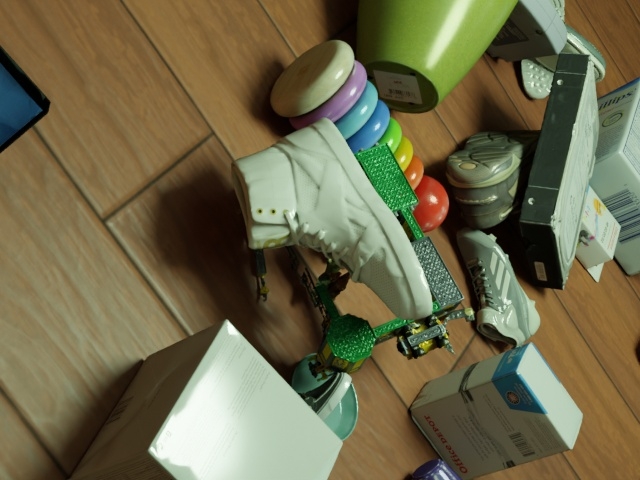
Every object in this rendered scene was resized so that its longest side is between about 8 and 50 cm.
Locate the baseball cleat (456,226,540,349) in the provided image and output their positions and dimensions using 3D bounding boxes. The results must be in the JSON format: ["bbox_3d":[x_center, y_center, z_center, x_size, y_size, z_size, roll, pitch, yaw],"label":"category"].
[{"bbox_3d":[0.270,0.078,1.789,0.109,0.072,0.206,-37,90,-36],"label":"baseball cleat"}]

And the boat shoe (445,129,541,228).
[{"bbox_3d":[0.301,-0.107,1.901,0.355,0.132,0.130,-29,119,-56],"label":"boat shoe"}]

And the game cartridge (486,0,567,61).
[{"bbox_3d":[0.298,-0.433,1.997,0.297,0.198,0.062,40,68,-27],"label":"game cartridge"}]

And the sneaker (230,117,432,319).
[{"bbox_3d":[0.000,0.000,1.357,0.169,0.108,0.292,-24,64,-17],"label":"sneaker"}]

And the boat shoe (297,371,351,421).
[{"bbox_3d":[-0.021,0.209,1.364,0.040,0.142,0.049,43,-1,-9],"label":"boat shoe"}]

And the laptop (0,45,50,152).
[{"bbox_3d":[-0.437,-0.121,1.070,0.234,0.136,0.264,49,41,-16],"label":"laptop"}]

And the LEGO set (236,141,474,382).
[{"bbox_3d":[0.036,0.041,1.504,0.255,0.192,0.331,-29,75,-22],"label":"LEGO set"}]

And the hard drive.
[{"bbox_3d":[0.413,-0.116,1.915,0.237,0.064,0.339,63,39,-56],"label":"hard drive"}]

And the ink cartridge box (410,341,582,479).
[{"bbox_3d":[0.245,0.243,1.576,0.140,0.190,0.082,54,39,-12],"label":"ink cartridge box"}]

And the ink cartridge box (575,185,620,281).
[{"bbox_3d":[0.500,-0.024,2.099,0.181,0.061,0.104,49,42,-18],"label":"ink cartridge box"}]

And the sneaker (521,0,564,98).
[{"bbox_3d":[0.436,-0.380,2.206,0.090,0.095,0.235,10,75,1],"label":"sneaker"}]

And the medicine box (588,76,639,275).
[{"bbox_3d":[0.626,-0.129,2.225,0.263,0.149,0.289,49,41,-17],"label":"medicine box"}]

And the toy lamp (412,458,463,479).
[{"bbox_3d":[0.213,0.423,1.533,0.275,0.080,0.080,58,40,-8],"label":"toy lamp"}]

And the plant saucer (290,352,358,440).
[{"bbox_3d":[0.000,0.207,1.461,0.119,0.021,0.119,24,54,-38],"label":"plant saucer"}]

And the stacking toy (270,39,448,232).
[{"bbox_3d":[0.076,-0.131,1.653,0.330,0.141,0.141,48,42,-26],"label":"stacking toy"}]

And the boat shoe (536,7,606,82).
[{"bbox_3d":[0.414,-0.418,2.107,0.319,0.116,0.099,36,68,1],"label":"boat shoe"}]

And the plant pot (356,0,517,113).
[{"bbox_3d":[0.170,-0.358,1.794,0.275,0.274,0.293,36,62,-30],"label":"plant pot"}]

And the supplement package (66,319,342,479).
[{"bbox_3d":[-0.119,0.238,1.213,0.203,0.149,0.194,49,42,-18],"label":"supplement package"}]
